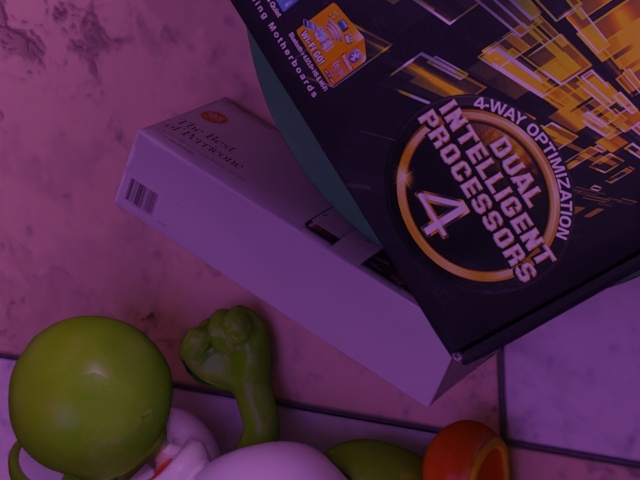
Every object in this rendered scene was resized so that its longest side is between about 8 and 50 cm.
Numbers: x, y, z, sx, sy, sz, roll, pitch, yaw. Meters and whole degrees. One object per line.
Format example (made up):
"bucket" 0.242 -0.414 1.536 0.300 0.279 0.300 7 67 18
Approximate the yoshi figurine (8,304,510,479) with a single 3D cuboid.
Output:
"yoshi figurine" -0.071 0.146 1.058 0.362 0.203 0.203 11 96 32

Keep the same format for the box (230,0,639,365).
"box" 0.095 -0.179 0.789 0.318 0.097 0.395 -32 88 33

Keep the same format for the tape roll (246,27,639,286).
"tape roll" 0.110 -0.131 0.903 0.321 0.077 0.321 11 112 30

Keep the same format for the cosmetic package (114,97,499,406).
"cosmetic package" 0.000 0.000 1.006 0.239 0.099 0.060 32 119 19
